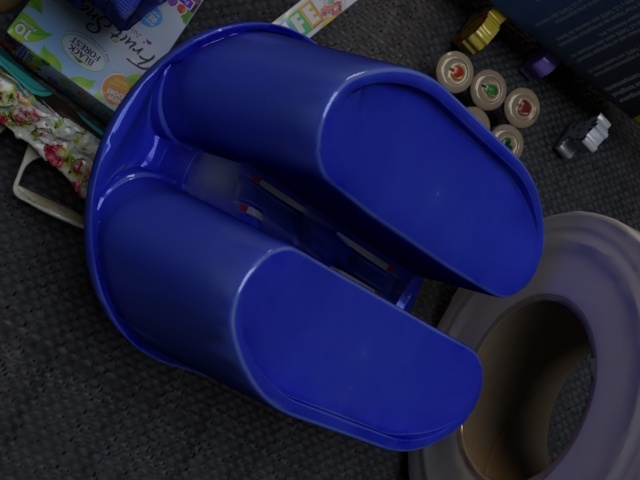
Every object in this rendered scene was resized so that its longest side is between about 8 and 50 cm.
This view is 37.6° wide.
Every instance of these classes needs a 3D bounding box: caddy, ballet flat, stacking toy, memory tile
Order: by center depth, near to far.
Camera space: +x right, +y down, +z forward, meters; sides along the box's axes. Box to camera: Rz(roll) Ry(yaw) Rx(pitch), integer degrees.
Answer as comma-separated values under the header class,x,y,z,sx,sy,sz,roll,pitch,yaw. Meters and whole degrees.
class,x,y,z,sx,sy,sz,roll,pitch,yaw
ballet flat,-0.199,-0.072,0.643,0.241,0.091,0.077,40,89,-13
caddy,0.000,0.000,0.654,0.341,0.179,0.241,32,81,-47
memory tile,0.126,-0.083,0.829,0.113,0.012,0.148,25,87,-19
stacking toy,0.240,-0.209,0.909,0.167,0.052,0.221,42,66,-17

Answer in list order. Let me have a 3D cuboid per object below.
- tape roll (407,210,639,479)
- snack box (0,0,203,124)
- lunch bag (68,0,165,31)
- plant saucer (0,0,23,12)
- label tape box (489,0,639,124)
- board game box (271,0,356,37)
class,x,y,z,sx,sy,sz,roll,pitch,yaw
tape roll,0.186,0.126,0.700,0.100,0.286,0.286,24,73,-24
snack box,-0.155,-0.170,0.701,0.100,0.037,0.141,36,67,-18
lunch bag,-0.116,-0.370,0.635,0.328,0.239,0.385,47,65,-10
plant saucer,-0.243,-0.204,0.672,0.083,0.015,0.083,4,81,-27
label tape box,0.320,-0.210,0.790,0.334,0.241,0.106,34,64,-19
board game box,-0.042,-0.147,0.721,0.154,0.103,0.026,-43,103,-26
